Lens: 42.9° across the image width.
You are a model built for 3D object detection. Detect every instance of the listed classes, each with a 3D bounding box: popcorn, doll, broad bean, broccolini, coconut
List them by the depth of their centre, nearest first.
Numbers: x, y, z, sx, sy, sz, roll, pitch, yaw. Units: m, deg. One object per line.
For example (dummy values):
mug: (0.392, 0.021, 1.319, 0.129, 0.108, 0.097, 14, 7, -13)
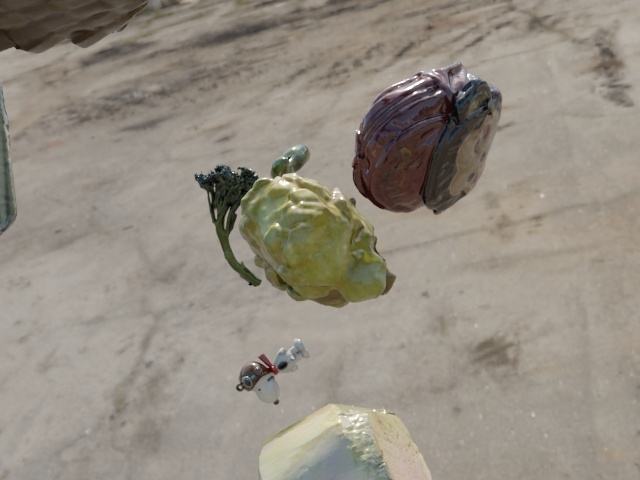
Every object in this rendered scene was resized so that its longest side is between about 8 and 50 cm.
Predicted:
coconut: (0.014, 0.228, 0.733, 0.152, 0.147, 0.147, -35, 17, 16)
doll: (-0.053, 0.142, 0.909, 0.085, 0.058, 0.040, -55, 15, -8)
popcorn: (0.000, 0.000, 1.258, 0.266, 0.233, 0.192, 32, 76, 18)
broccolini: (-0.146, -0.031, 1.585, 0.123, 0.272, 0.062, -15, 28, 4)
broad bean: (-0.058, -0.158, 1.634, 0.070, 0.048, 0.213, -51, 0, 18)

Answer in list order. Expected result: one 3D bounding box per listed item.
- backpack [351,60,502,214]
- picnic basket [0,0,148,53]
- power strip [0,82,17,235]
backpack: (0.136, -0.133, 1.104, 0.229, 0.229, 0.139, -26, 52, -24)
picnic basket: (-0.293, -0.319, 0.754, 0.254, 0.291, 0.321, -14, 5, -42)
power strip: (-0.401, -0.088, 0.754, 0.213, 0.198, 0.064, 8, -35, -37)
